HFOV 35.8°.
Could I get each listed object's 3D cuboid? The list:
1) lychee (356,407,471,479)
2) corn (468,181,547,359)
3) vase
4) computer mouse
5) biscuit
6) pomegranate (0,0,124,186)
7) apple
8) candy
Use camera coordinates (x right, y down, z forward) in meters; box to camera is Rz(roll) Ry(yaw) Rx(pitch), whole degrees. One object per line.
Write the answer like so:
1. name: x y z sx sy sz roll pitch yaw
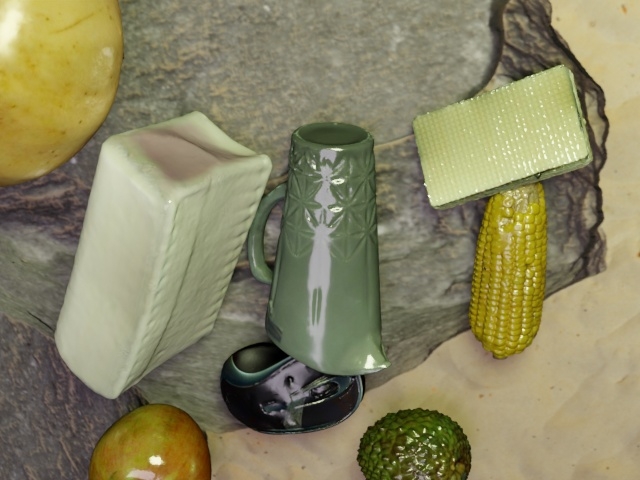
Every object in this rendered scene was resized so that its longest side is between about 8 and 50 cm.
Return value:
1. lychee: 0.131 0.313 1.420 0.171 0.171 0.171 8 122 13
2. corn: 0.240 0.041 1.256 0.097 0.097 0.261 8 120 13
3. vase: 0.000 0.000 1.289 0.251 0.156 0.300 22 122 35
4. computer mouse: -0.050 0.217 1.450 0.233 0.096 0.137 -18 113 27
5. biscuit: 0.212 -0.118 1.171 0.200 0.041 0.121 -16 77 25
6. pomegranate: -0.377 -0.231 1.178 0.338 0.338 0.338 8 122 13
7. apple: -0.262 0.353 1.551 0.196 0.196 0.195 8 122 13
8. candy: -0.216 0.019 1.308 0.145 0.208 0.358 36 127 18
